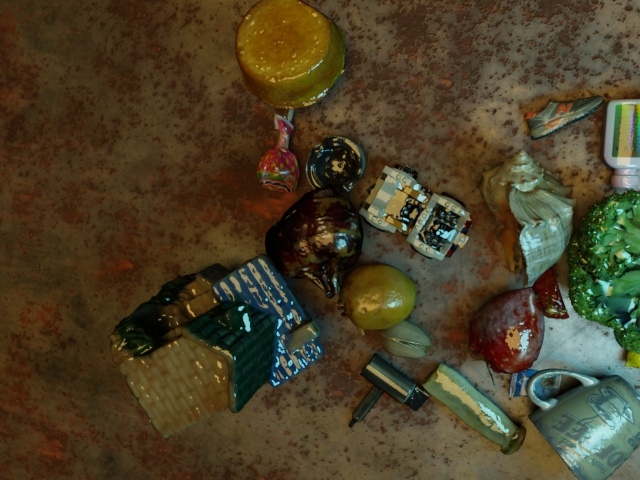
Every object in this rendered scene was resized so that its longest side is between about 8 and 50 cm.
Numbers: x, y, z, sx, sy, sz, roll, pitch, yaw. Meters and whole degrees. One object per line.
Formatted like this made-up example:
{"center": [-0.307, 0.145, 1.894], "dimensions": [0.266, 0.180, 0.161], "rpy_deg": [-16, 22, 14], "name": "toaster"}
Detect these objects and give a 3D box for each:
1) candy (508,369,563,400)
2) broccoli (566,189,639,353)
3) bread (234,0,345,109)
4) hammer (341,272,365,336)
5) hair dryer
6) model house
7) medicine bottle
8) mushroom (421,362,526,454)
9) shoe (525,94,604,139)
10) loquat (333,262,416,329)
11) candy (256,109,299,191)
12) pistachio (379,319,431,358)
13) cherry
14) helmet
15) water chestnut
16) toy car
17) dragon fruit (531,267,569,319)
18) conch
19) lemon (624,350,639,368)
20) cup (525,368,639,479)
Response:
{"center": [0.590, 0.397, 1.631], "dimensions": [0.136, 0.038, 0.088], "rpy_deg": [10, 85, 5], "name": "candy"}
{"center": [0.769, 0.071, 1.419], "dimensions": [0.310, 0.321, 0.413], "rpy_deg": [-13, 97, 44], "name": "broccoli"}
{"center": [-0.090, -0.510, 1.603], "dimensions": [0.312, 0.172, 0.312], "rpy_deg": [-2, 79, 13], "name": "bread"}
{"center": [0.099, 0.191, 1.719], "dimensions": [0.028, 0.060, 0.195], "rpy_deg": [-16, 97, 15], "name": "hammer"}
{"center": [0.170, 0.476, 1.734], "dimensions": [0.195, 0.078, 0.248], "rpy_deg": [36, 113, 7], "name": "hair dryer"}
{"center": [-0.241, 0.242, 1.581], "dimensions": [0.400, 0.445, 0.395], "rpy_deg": [-26, 92, 25], "name": "model house"}
{"center": [0.768, -0.241, 1.488], "dimensions": [0.115, 0.078, 0.219], "rpy_deg": [3, 97, 11], "name": "medicine bottle"}
{"center": [0.431, 0.469, 1.657], "dimensions": [0.312, 0.081, 0.100], "rpy_deg": [39, 101, 11], "name": "mushroom"}
{"center": [0.619, -0.331, 1.520], "dimensions": [0.194, 0.074, 0.077], "rpy_deg": [-26, 85, 17], "name": "shoe"}
{"center": [0.149, 0.152, 1.623], "dimensions": [0.234, 0.187, 0.176], "rpy_deg": [-10, 100, -8], "name": "loquat"}
{"center": [-0.092, -0.318, 1.692], "dimensions": [0.124, 0.124, 0.365], "rpy_deg": [14, 91, 12], "name": "candy"}
{"center": [0.236, 0.277, 1.665], "dimensions": [0.149, 0.113, 0.113], "rpy_deg": [15, 100, 7], "name": "pistachio"}
{"center": [0.495, 0.232, 1.554], "dimensions": [0.175, 0.192, 0.250], "rpy_deg": [16, 106, -14], "name": "cherry"}
{"center": [0.053, -0.215, 1.656], "dimensions": [0.153, 0.107, 0.177], "rpy_deg": [50, 126, -2], "name": "helmet"}
{"center": [0.000, 0.000, 1.602], "dimensions": [0.289, 0.289, 0.244], "rpy_deg": [-43, 101, 15], "name": "water chestnut"}
{"center": [0.264, -0.075, 1.615], "dimensions": [0.301, 0.118, 0.193], "rpy_deg": [32, 100, 7], "name": "toy car"}
{"center": [0.596, 0.148, 1.563], "dimensions": [0.083, 0.106, 0.162], "rpy_deg": [-17, 95, 16], "name": "dragon fruit"}
{"center": [0.535, -0.053, 1.480], "dimensions": [0.210, 0.297, 0.352], "rpy_deg": [-20, 115, 20], "name": "conch"}
{"center": [0.831, 0.302, 1.544], "dimensions": [0.092, 0.065, 0.065], "rpy_deg": [-34, 88, 6], "name": "lemon"}
{"center": [0.681, 0.442, 1.535], "dimensions": [0.257, 0.227, 0.301], "rpy_deg": [-40, 81, 2], "name": "cup"}
